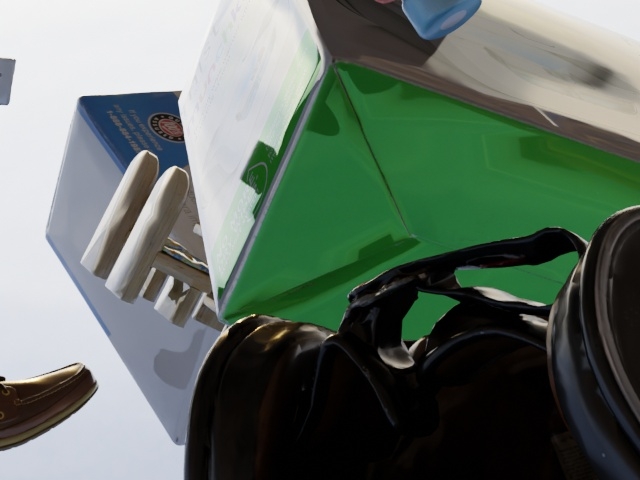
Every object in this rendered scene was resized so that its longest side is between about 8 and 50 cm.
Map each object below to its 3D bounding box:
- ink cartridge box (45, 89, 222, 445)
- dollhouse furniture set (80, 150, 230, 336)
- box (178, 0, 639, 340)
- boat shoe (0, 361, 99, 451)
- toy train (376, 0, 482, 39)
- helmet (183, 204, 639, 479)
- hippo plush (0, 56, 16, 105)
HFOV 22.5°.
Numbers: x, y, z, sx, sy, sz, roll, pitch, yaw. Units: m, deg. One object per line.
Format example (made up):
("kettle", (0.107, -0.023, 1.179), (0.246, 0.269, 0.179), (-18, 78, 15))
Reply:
("ink cartridge box", (0.000, 0.000, 1.431), (0.395, 0.166, 0.285), (-7, -138, -34))
("dollhouse furniture set", (-0.006, 0.008, 1.057), (0.212, 0.161, 0.242), (27, 180, -25))
("box", (0.081, -0.028, 0.736), (0.262, 0.126, 0.231), (18, -157, -16))
("boat shoe", (-0.264, 0.136, 1.285), (0.178, 0.060, 0.064), (-24, -165, -18))
("toy train", (0.022, -0.139, 0.420), (0.125, 0.046, 0.166), (-21, -107, -27))
("helmet", (0.052, 0.086, 0.372), (0.169, 0.169, 0.161), (-2, -107, -12))
("hippo plush", (-0.284, -0.014, 0.769), (0.294, 0.234, 0.236), (4, -132, -21))
